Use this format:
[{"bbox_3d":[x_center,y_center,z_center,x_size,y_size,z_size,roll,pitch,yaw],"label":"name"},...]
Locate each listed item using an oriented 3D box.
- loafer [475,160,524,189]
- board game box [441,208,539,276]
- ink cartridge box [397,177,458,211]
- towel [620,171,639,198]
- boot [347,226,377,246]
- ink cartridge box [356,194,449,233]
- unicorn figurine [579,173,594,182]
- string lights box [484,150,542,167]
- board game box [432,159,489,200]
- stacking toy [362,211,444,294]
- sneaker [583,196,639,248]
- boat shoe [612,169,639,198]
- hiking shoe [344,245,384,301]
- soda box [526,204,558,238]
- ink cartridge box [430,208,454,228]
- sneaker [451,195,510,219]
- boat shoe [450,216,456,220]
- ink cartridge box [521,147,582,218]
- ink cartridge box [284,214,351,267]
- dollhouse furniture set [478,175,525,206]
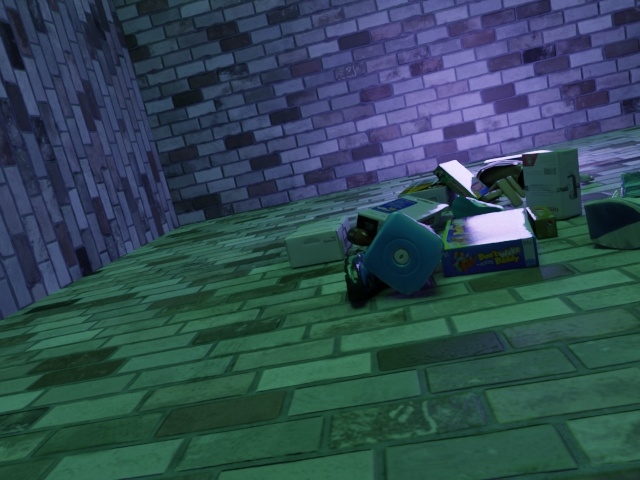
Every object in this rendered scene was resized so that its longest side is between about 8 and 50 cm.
[{"bbox_3d":[0.885,-0.299,2.219,0.365,0.134,0.130,-7,13,31],"label":"loafer"},{"bbox_3d":[0.474,-0.001,1.389,0.233,0.078,0.347,-9,12,20],"label":"board game box"},{"bbox_3d":[0.451,-0.184,2.172,0.271,0.130,0.309,-9,12,24],"label":"ink cartridge box"},{"bbox_3d":[0.926,-0.160,1.444,0.067,0.029,0.119,-8,37,36],"label":"towel"},{"bbox_3d":[0.271,-0.020,1.696,0.264,0.096,0.280,-6,12,-32],"label":"boot"},{"bbox_3d":[0.298,-0.087,1.722,0.175,0.069,0.370,19,27,32],"label":"ink cartridge box"},{"bbox_3d":[1.041,-0.249,1.988,0.161,0.060,0.111,-16,11,-11],"label":"unicorn figurine"},{"bbox_3d":[0.936,-0.338,2.354,0.259,0.134,0.076,-6,13,32],"label":"string lights box"},{"bbox_3d":[0.617,-0.255,2.118,0.046,0.213,0.317,-53,-14,27],"label":"board game box"},{"bbox_3d":[0.251,0.012,1.301,0.165,0.175,0.302,35,22,13],"label":"stacking toy"},{"bbox_3d":[0.834,-0.057,1.189,0.315,0.128,0.182,-5,3,43],"label":"sneaker"},{"bbox_3d":[0.976,-0.146,1.492,0.254,0.079,0.095,-42,34,-22],"label":"boat shoe"},{"bbox_3d":[0.146,0.073,1.318,0.132,0.113,0.304,-5,16,18],"label":"hiking shoe"},{"bbox_3d":[0.670,-0.058,1.483,0.058,0.061,0.181,-10,12,18],"label":"soda box"},{"bbox_3d":[0.521,-0.091,1.855,0.207,0.046,0.097,-8,14,23],"label":"ink cartridge box"},{"bbox_3d":[0.554,-0.094,1.692,0.092,0.088,0.228,7,14,-38],"label":"sneaker"},{"bbox_3d":[0.468,-0.053,1.727,0.050,0.045,0.135,-9,12,23],"label":"boat shoe"},{"bbox_3d":[0.760,-0.187,1.607,0.092,0.218,0.158,-11,10,-20],"label":"ink cartridge box"},{"bbox_3d":[0.000,0.000,1.831,0.198,0.115,0.273,-11,11,14],"label":"ink cartridge box"},{"bbox_3d":[0.749,-0.164,1.994,0.144,0.123,0.151,-21,-21,-34],"label":"dollhouse furniture set"}]
